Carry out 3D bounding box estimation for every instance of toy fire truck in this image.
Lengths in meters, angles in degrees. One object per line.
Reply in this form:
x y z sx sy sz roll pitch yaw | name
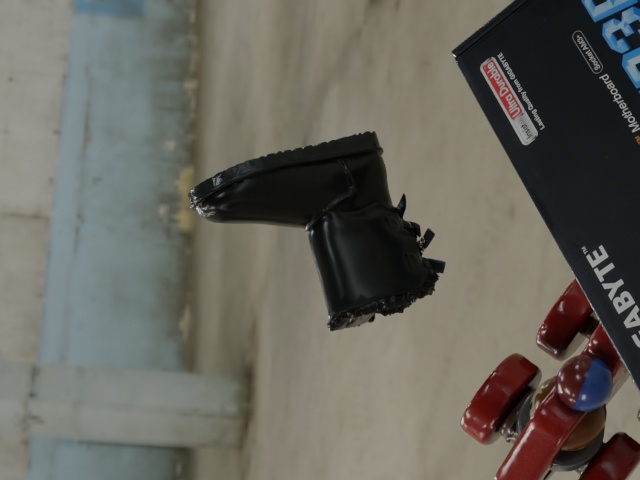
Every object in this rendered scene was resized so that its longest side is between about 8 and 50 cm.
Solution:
0.271 0.126 1.347 0.302 0.169 0.254 -46 -20 -19 | toy fire truck

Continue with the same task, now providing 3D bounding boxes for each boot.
0.000 0.000 0.744 0.045 0.121 0.099 135 117 -68 | boot

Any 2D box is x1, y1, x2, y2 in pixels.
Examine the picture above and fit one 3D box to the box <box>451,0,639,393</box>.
0.181 -0.051 0.630 0.175 0.051 0.220 -37 60 24 | box
